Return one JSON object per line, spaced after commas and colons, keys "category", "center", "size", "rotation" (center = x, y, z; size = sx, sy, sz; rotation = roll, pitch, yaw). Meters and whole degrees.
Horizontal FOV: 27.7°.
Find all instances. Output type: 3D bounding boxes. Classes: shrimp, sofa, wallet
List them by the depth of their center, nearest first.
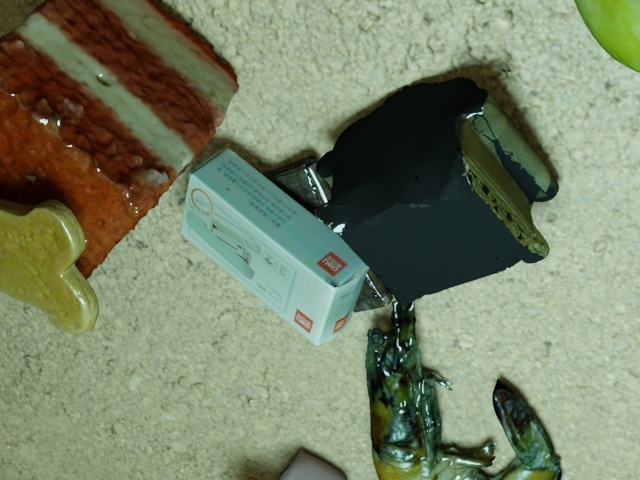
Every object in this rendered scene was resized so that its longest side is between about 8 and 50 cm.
{"category": "sofa", "center": [0.147, -0.066, 1.614], "size": [0.258, 0.182, 0.200], "rotation": [-21, 127, 33]}
{"category": "wallet", "center": [0.000, 0.000, 1.767], "size": [0.124, 0.042, 0.230], "rotation": [-15, 114, 42]}
{"category": "shrimp", "center": [0.186, 0.257, 1.824], "size": [0.272, 0.085, 0.445], "rotation": [-5, 120, 21]}

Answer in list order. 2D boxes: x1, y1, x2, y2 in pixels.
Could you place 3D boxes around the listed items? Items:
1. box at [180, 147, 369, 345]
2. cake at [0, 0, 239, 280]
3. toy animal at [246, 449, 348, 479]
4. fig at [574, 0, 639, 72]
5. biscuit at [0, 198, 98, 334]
{"category": "box", "center": [-0.063, 0.007, 1.724], "size": [0.269, 0.079, 0.135], "rotation": [39, 143, 17]}
{"category": "cake", "center": [-0.299, -0.143, 1.646], "size": [0.269, 0.319, 0.270], "rotation": [42, 133, -8]}
{"category": "toy animal", "center": [0.008, 0.439, 1.966], "size": [0.281, 0.169, 0.195], "rotation": [40, 172, 8]}
{"category": "fig", "center": [0.353, -0.327, 1.279], "size": [0.258, 0.258, 0.326], "rotation": [-22, 92, 33]}
{"category": "biscuit", "center": [-0.413, -0.017, 1.558], "size": [0.340, 0.047, 0.216], "rotation": [17, 130, 22]}
